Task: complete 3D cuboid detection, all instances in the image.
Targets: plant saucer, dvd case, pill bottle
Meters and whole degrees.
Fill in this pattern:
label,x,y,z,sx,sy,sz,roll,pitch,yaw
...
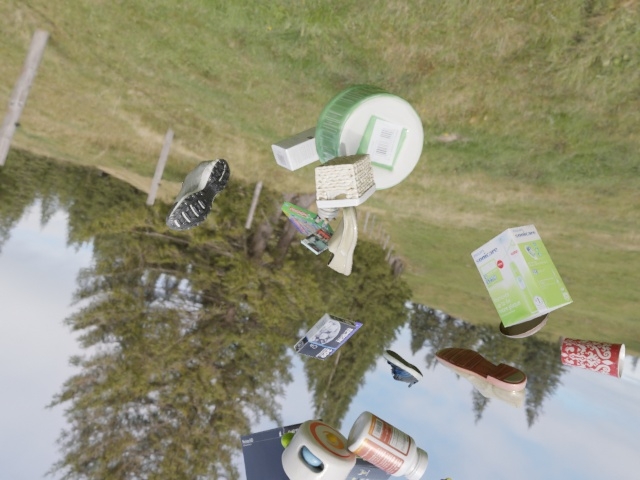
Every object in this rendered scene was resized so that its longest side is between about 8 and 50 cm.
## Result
label,x,y,z,sx,sy,sz,roll,pitch,yaw
plant saucer,0.762,0.300,1.801,0.036,0.199,0.198,52,171,-9
dvd case,0.000,0.000,1.809,0.087,0.013,0.119,36,-132,27
pill bottle,0.195,0.598,1.402,0.216,0.121,0.121,32,177,-3

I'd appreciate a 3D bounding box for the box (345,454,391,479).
label,x,y,z,sx,sy,sz,roll,pitch,yaw
box,0.145,0.821,1.723,0.184,0.232,0.059,9,-137,-7

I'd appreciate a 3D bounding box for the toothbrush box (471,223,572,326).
label,x,y,z,sx,sy,sz,roll,pitch,yaw
toothbrush box,0.664,0.119,1.626,0.122,0.283,0.206,-8,158,-26

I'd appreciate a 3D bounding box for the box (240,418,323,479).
label,x,y,z,sx,sy,sz,roll,pitch,yaw
box,-0.123,0.847,1.782,0.179,0.312,0.343,3,156,-37

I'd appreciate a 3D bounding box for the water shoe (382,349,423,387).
label,x,y,z,sx,sy,sz,roll,pitch,yaw
water shoe,0.282,0.463,1.726,0.203,0.080,0.073,38,-170,-26

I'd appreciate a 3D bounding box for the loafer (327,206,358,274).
label,x,y,z,sx,sy,sz,roll,pitch,yaw
loafer,0.072,0.002,1.626,0.092,0.268,0.102,4,-149,-1

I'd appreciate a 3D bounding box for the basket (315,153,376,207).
label,x,y,z,sx,sy,sz,roll,pitch,yaw
basket,0.063,-0.153,1.219,0.113,0.103,0.167,-2,-163,23

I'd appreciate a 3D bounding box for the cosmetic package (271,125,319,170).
label,x,y,z,sx,sy,sz,roll,pitch,yaw
cosmetic package,-0.036,-0.328,1.674,0.231,0.085,0.117,-29,-148,-21

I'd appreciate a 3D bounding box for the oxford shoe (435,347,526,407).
label,x,y,z,sx,sy,sz,roll,pitch,yaw
oxford shoe,0.621,0.543,1.933,0.141,0.146,0.397,-20,-159,-30

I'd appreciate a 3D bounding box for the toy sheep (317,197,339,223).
label,x,y,z,sx,sy,sz,roll,pitch,yaw
toy sheep,0.029,-0.114,1.776,0.091,0.132,0.091,10,-146,-7

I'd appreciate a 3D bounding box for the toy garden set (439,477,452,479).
label,x,y,z,sx,sy,sz,roll,pitch,yaw
toy garden set,0.374,0.816,1.480,0.204,0.244,0.049,45,-142,-4

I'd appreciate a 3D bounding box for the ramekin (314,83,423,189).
label,x,y,z,sx,sy,sz,roll,pitch,yaw
ramekin,0.149,-0.292,1.408,0.304,0.303,0.148,17,-167,-24

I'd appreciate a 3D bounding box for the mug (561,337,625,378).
label,x,y,z,sx,sy,sz,roll,pitch,yaw
mug,0.909,0.389,1.618,0.169,0.113,0.150,4,161,39

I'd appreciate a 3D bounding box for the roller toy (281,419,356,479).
label,x,y,z,sx,sy,sz,roll,pitch,yaw
roller toy,0.002,0.623,1.406,0.209,0.146,0.191,30,-174,-20

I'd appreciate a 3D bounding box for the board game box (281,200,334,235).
label,x,y,z,sx,sy,sz,roll,pitch,yaw
board game box,-0.040,-0.069,2.291,0.214,0.046,0.317,23,168,21

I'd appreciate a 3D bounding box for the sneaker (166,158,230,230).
label,x,y,z,sx,sy,sz,roll,pitch,yaw
sneaker,-0.374,-0.137,1.442,0.108,0.271,0.100,9,143,28

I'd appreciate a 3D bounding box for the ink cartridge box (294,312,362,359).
label,x,y,z,sx,sy,sz,roll,pitch,yaw
ink cartridge box,0.039,0.380,1.885,0.208,0.206,0.045,23,-152,-40
